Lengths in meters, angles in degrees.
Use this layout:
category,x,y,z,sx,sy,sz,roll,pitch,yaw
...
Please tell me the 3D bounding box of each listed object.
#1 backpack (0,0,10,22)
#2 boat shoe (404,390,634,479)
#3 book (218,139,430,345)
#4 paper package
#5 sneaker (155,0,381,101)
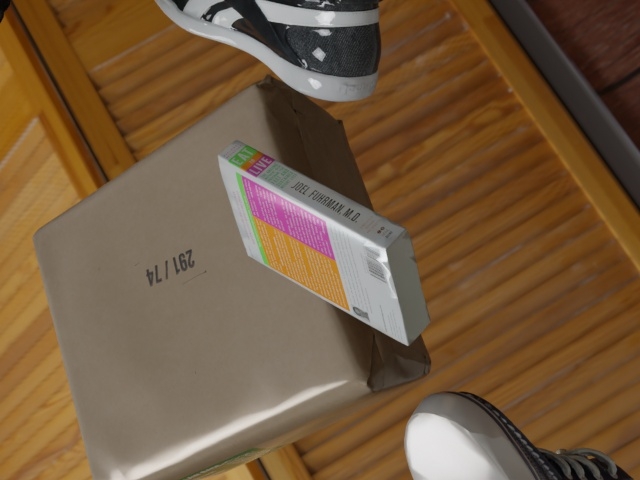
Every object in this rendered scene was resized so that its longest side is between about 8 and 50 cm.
category,x,y,z,sx,sy,sz,roll,pitch,yaw
backpack,-0.301,-0.268,0.453,0.273,0.355,0.290,9,168,-25
boat shoe,0.203,0.230,0.775,0.127,0.340,0.158,3,-140,47
book,0.000,0.000,0.531,0.035,0.144,0.096,-44,143,-21
paper package,-0.095,0.060,0.839,0.325,0.309,0.168,-28,160,25
sneaker,-0.032,-0.187,0.553,0.079,0.217,0.121,-19,132,-40
